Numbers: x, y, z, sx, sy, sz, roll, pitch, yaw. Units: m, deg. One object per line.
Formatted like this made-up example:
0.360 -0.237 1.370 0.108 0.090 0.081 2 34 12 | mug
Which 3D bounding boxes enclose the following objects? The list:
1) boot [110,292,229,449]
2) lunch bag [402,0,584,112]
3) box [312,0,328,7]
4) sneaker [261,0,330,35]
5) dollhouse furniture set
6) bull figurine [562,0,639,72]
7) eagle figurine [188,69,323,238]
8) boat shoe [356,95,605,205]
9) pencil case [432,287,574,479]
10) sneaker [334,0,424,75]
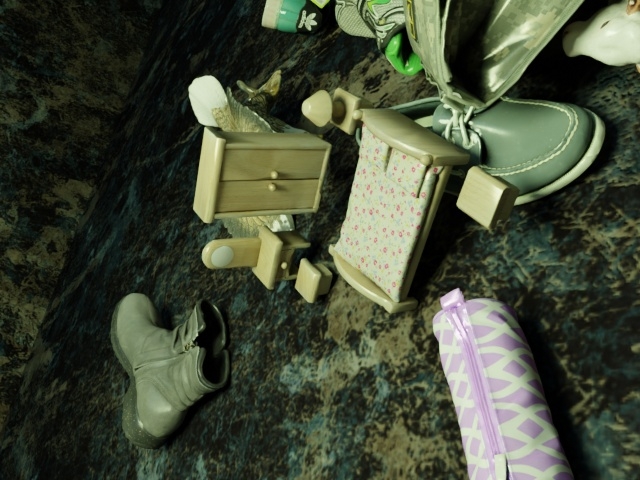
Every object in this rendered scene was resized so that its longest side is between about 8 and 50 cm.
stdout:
-0.258 0.175 1.098 0.223 0.118 0.338 -46 46 20 | boot
0.172 -0.289 0.618 0.235 0.168 0.287 -92 25 -63 | lunch bag
0.022 -0.543 1.188 0.109 0.042 0.178 -37 40 36 | box
-0.040 -0.485 1.286 0.302 0.121 0.108 -80 9 -58 | sneaker
0.000 0.000 0.719 0.355 0.173 0.303 43 129 45 | dollhouse furniture set
0.345 -0.293 0.561 0.310 0.101 0.188 -45 34 27 | bull figurine
-0.103 -0.159 1.038 0.225 0.226 0.298 -21 42 21 | eagle figurine
0.157 -0.112 0.699 0.319 0.099 0.116 11 77 58 | boat shoe
0.150 0.146 0.525 0.086 0.088 0.206 -39 37 30 | pencil case
0.111 -0.326 0.897 0.146 0.134 0.343 -62 31 3 | sneaker
